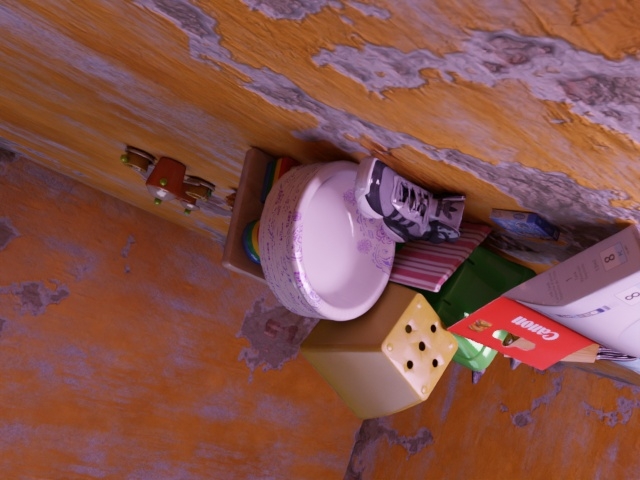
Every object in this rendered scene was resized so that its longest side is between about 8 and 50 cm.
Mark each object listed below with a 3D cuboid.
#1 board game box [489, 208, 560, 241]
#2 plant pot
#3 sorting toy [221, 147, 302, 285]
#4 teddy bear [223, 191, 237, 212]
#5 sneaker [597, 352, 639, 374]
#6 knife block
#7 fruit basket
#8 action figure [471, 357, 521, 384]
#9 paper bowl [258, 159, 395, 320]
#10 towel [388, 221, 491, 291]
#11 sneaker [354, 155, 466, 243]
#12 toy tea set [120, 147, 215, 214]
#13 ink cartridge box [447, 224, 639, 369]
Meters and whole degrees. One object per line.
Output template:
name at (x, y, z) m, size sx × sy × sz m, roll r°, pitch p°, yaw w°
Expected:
board game box at (0.359, -0.027, 1.139) m, size 0.090 × 0.020 × 0.090 m, roll 27°, pitch 170°, yaw -40°
plant pot at (0.130, 0.202, 1.240) m, size 0.212 × 0.212 × 0.187 m, roll 51°, pitch 148°, yaw -17°
sorting toy at (-0.051, -0.030, 1.323) m, size 0.089 × 0.255 × 0.257 m, roll -11°, pitch 151°, yaw 44°
teddy bear at (-0.117, -0.063, 1.774) m, size 0.245 × 0.113 × 0.338 m, roll 34°, pitch 173°, yaw -31°
sneaker at (0.840, 0.289, 1.629) m, size 0.366 × 0.135 × 0.150 m, roll 15°, pitch 173°, yaw 26°
knife block at (0.587, 0.233, 1.505) m, size 0.242 × 0.275 × 0.088 m, roll 46°, pitch -162°, yaw -17°
fruit basket at (0.308, 0.126, 1.453) m, size 0.392 × 0.283 × 0.392 m, roll 32°, pitch 170°, yaw 6°
action figure at (0.404, 0.227, 1.729) m, size 0.341 × 0.178 × 0.330 m, roll 1°, pitch -164°, yaw 23°
paper bowl at (0.000, 0.000, 1.186) m, size 0.148 × 0.284 × 0.284 m, roll 1°, pitch 161°, yaw 41°
towel at (0.223, 0.027, 1.258) m, size 0.144 × 0.197 × 0.029 m, roll 12°, pitch 136°, yaw 48°
sneaker at (0.164, -0.066, 1.110) m, size 0.153 × 0.101 × 0.268 m, roll 6°, pitch 163°, yaw 27°
toy tea set at (-0.427, -0.140, 1.850) m, size 0.200 × 0.124 × 0.336 m, roll 15°, pitch 170°, yaw 27°
ink cartridge box at (0.468, 0.151, 1.136) m, size 0.308 × 0.091 × 0.385 m, roll 25°, pitch 134°, yaw -31°
